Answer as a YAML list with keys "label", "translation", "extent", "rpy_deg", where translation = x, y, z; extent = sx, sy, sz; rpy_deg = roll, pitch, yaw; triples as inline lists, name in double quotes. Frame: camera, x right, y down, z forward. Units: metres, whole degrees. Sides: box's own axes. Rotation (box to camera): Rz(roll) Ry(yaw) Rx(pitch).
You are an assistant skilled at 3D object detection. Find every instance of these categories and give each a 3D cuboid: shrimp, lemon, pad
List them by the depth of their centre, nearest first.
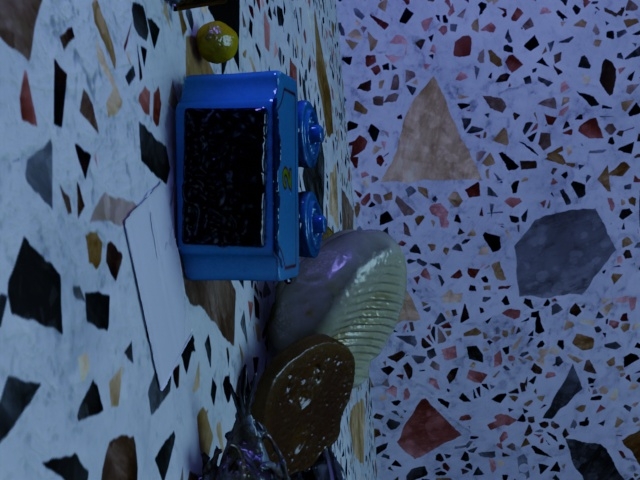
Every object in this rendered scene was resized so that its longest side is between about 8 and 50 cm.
- label: "pad"
  translation: [-0.199, 0.053, 1.005]
  extent: [0.156, 0.004, 0.232]
  rpy_deg: [-73, 158, -66]
- label: "shrimp"
  translation: [-0.085, 0.363, 1.094]
  extent: [0.137, 0.172, 0.372]
  rpy_deg: [-48, 142, -71]
- label: "lemon"
  translation: [-0.158, -0.305, 1.232]
  extent: [0.092, 0.065, 0.065]
  rpy_deg: [-47, 133, -75]

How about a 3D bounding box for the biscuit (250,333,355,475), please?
- label: "biscuit"
  translation: [-0.034, 0.297, 1.451]
  extent: [0.273, 0.049, 0.257]
  rpy_deg: [0, 102, -53]

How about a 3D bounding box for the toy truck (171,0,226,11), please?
- label: "toy truck"
  translation: [-0.182, -0.408, 1.065]
  extent: [0.177, 0.080, 0.115]
  rpy_deg: [75, 9, -59]

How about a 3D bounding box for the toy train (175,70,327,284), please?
- label: "toy train"
  translation: [-0.100, -0.082, 1.164]
  extent: [0.265, 0.188, 0.300]
  rpy_deg: [-10, 99, -77]

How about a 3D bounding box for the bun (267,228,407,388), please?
- label: "bun"
  translation: [0.024, 0.129, 1.656]
  extent: [0.365, 0.219, 0.365]
  rpy_deg: [-38, 142, -38]

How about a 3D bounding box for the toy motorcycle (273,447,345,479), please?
- label: "toy motorcycle"
  translation: [-0.028, 0.472, 1.601]
  extent: [0.188, 0.143, 0.327]
  rpy_deg: [89, -13, -61]

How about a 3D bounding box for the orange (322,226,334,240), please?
- label: "orange"
  translation: [0.000, 0.000, 2.123]
  extent: [0.085, 0.085, 0.095]
  rpy_deg: [76, 3, -52]
